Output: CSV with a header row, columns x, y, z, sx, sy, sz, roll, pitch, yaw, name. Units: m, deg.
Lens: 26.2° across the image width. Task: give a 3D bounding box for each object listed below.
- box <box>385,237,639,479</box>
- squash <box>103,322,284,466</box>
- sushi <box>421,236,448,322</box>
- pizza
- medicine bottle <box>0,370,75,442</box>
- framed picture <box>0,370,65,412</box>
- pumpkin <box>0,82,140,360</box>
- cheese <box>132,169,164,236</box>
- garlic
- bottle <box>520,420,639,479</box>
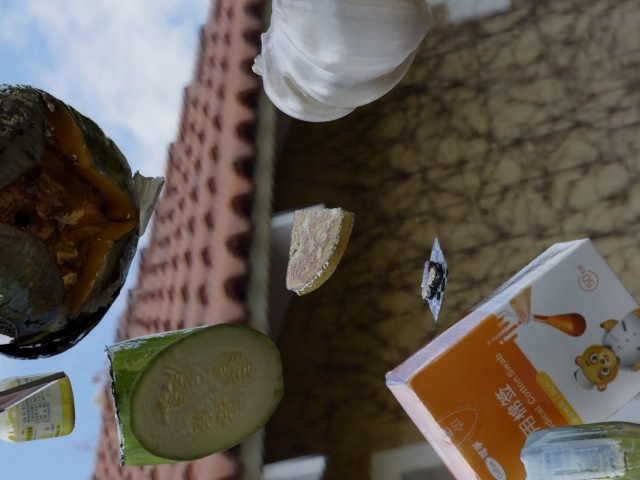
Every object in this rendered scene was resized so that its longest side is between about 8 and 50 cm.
x,y,z,sx,sy,sz,roll,pitch,yaw,name
0.291,0.183,1.932,0.225,0.341,0.143,53,172,-2,box
-0.167,0.214,1.942,0.189,0.260,0.189,174,90,-79,squash
0.205,0.073,2.590,0.126,0.026,0.120,-103,20,-57,sushi
0.000,0.001,2.116,0.046,0.175,0.134,13,-135,-33,pizza
-0.563,0.310,2.507,0.122,0.212,0.122,174,90,-68,medicine bottle
-0.412,0.208,1.774,0.109,0.149,0.011,-14,-102,-49,framed picture
-0.349,-0.030,1.588,0.320,0.192,0.320,15,-109,-52,pumpkin
-0.283,-0.032,2.077,0.092,0.047,0.171,113,176,-50,cheese
0.039,-0.254,1.672,0.185,0.203,0.281,-114,28,-52,garlic
0.378,0.257,1.659,0.083,0.269,0.083,28,-123,-55,bottle
